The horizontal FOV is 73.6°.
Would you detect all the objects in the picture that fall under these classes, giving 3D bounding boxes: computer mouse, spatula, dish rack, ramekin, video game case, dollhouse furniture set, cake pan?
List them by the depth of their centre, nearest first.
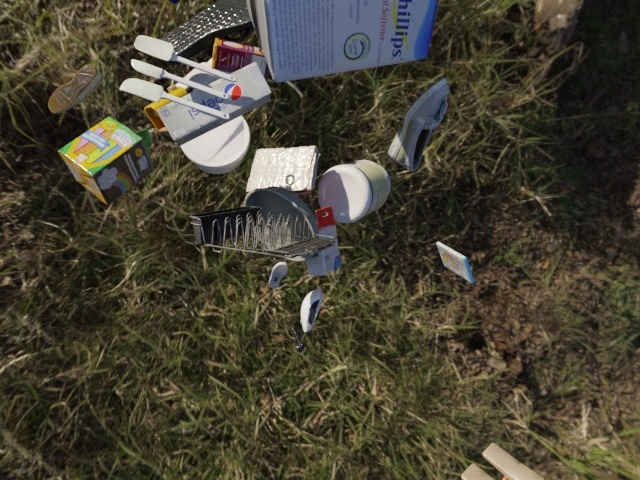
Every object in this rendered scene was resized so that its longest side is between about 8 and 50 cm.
[{"bbox_3d":[0.218,0.492,0.709,0.259,0.135,0.262,-12,121,-43],"label":"dollhouse furniture set"},{"bbox_3d":[-0.112,-0.018,0.909,0.208,0.271,0.074,-21,116,-59],"label":"dish rack"},{"bbox_3d":[-0.321,-0.379,1.005,0.241,0.019,0.168,14,63,-19],"label":"spatula"},{"bbox_3d":[-0.043,0.217,1.208,0.042,0.106,0.193,15,107,-13],"label":"computer mouse"},{"bbox_3d":[-0.124,-0.059,1.415,0.293,0.293,0.054,52,53,-13],"label":"cake pan"},{"bbox_3d":[0.500,0.081,1.595,0.015,0.166,0.119,-32,118,-8],"label":"video game case"},{"bbox_3d":[-0.410,-0.387,1.691,0.272,0.127,0.273,2,74,-6],"label":"ramekin"}]

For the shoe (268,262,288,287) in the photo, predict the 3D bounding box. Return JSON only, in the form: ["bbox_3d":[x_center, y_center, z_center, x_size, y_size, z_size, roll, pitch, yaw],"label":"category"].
[{"bbox_3d":[-0.184,0.130,1.884,0.063,0.178,0.081,17,46,-11],"label":"shoe"}]

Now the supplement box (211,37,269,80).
[{"bbox_3d":[-0.268,-0.614,1.449,0.188,0.104,0.081,6,125,-15],"label":"supplement box"}]

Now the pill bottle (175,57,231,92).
[{"bbox_3d":[-0.470,-0.644,1.745,0.131,0.131,0.229,43,66,-15],"label":"pill bottle"}]

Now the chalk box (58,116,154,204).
[{"bbox_3d":[-0.747,-0.310,1.565,0.179,0.180,0.289,34,61,13],"label":"chalk box"}]

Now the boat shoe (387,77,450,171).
[{"bbox_3d":[0.296,-0.327,1.239,0.103,0.320,0.118,43,59,11],"label":"boat shoe"}]

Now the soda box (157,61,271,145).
[{"bbox_3d":[-0.277,-0.360,1.140,0.286,0.098,0.091,-30,99,-9],"label":"soda box"}]

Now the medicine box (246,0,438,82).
[{"bbox_3d":[0.022,-0.437,0.769,0.289,0.149,0.264,-13,52,-9],"label":"medicine box"}]

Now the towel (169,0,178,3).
[{"bbox_3d":[-0.279,-0.535,0.630,0.308,0.227,0.076,39,44,-35],"label":"towel"}]

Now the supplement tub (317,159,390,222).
[{"bbox_3d":[0.154,-0.217,1.821,0.324,0.235,0.236,-28,103,-58],"label":"supplement tub"}]

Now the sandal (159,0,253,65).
[{"bbox_3d":[-0.377,-0.765,1.563,0.445,0.107,0.168,-22,67,8],"label":"sandal"}]

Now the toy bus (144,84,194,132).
[{"bbox_3d":[-0.421,-0.408,1.279,0.190,0.202,0.104,-22,121,13],"label":"toy bus"}]

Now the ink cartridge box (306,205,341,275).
[{"bbox_3d":[0.000,0.000,1.552,0.134,0.077,0.231,-23,106,-60],"label":"ink cartridge box"}]

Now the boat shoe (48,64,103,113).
[{"bbox_3d":[-0.527,-0.320,0.929,0.135,0.045,0.050,-37,86,5],"label":"boat shoe"}]

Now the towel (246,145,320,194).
[{"bbox_3d":[-0.142,-0.264,1.621,0.282,0.049,0.187,3,75,23],"label":"towel"}]
